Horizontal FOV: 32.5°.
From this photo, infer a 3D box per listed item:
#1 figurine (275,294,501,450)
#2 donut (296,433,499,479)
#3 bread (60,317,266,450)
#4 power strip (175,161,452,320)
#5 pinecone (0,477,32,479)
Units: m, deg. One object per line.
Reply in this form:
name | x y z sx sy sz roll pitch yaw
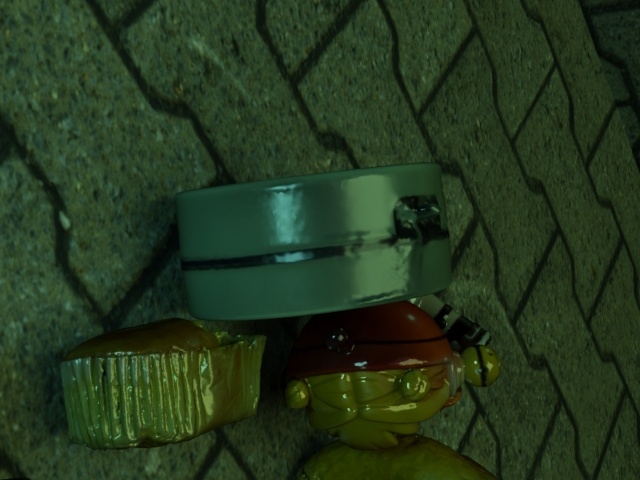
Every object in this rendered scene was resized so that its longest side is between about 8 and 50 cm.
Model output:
figurine | 0.077 0.158 1.481 0.323 0.320 0.196 -39 119 -70
donut | 0.107 0.446 1.473 0.163 0.378 0.435 48 47 -40
bread | -0.180 0.158 1.263 0.250 0.179 0.133 -5 87 -53
power strip | 0.000 0.000 1.361 0.357 0.357 0.161 -9 93 -53
pinecone | -0.320 0.356 1.042 0.244 0.244 0.309 -33 129 -49
